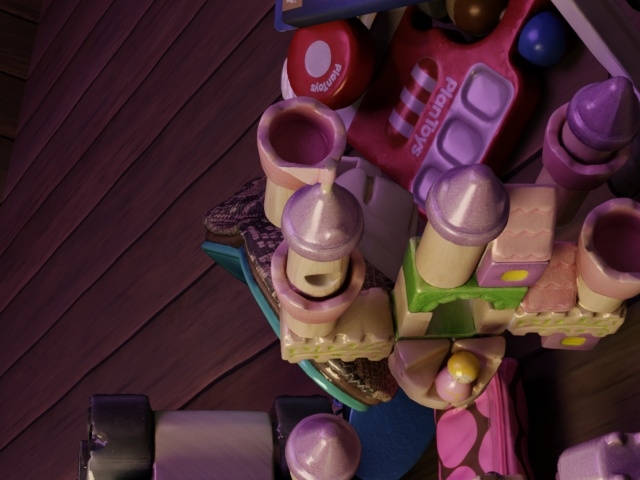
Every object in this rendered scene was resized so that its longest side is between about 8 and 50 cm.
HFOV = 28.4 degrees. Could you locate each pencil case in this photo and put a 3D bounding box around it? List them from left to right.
[{"bbox_3d":[0.138,0.193,1.027,0.098,0.095,0.209,83,-177,-55],"label":"pencil case"}]

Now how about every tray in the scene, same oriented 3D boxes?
[{"bbox_3d":[0.165,-0.210,0.927,0.030,0.270,0.145,-40,20,10],"label":"tray"}]

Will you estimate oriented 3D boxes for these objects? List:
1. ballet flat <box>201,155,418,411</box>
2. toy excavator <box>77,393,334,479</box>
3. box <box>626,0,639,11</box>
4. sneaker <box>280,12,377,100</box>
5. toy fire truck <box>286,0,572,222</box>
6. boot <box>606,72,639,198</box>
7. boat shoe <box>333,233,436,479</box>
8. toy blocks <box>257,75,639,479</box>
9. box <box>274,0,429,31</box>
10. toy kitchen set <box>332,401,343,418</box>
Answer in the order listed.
[{"bbox_3d":[0.000,0.000,1.198,0.182,0.164,0.483,-50,18,0],"label":"ballet flat"},{"bbox_3d":[-0.090,0.342,1.063,0.433,0.222,0.445,116,153,-62],"label":"toy excavator"},{"bbox_3d":[0.146,-0.489,0.957,0.297,0.480,0.472,-43,33,10],"label":"box"},{"bbox_3d":[0.032,-0.247,1.541,0.121,0.099,0.262,-9,66,57],"label":"sneaker"},{"bbox_3d":[0.129,-0.192,1.265,0.254,0.169,0.302,43,114,36],"label":"toy fire truck"},{"bbox_3d":[0.274,-0.060,0.964,0.161,0.083,0.246,137,146,-63],"label":"boot"},{"bbox_3d":[0.077,0.122,1.215,0.089,0.109,0.258,-41,22,59],"label":"boat shoe"},{"bbox_3d":[0.105,0.027,0.865,0.260,0.288,0.309,104,164,-64],"label":"toy blocks"},{"bbox_3d":[0.028,-0.285,1.229,0.225,0.036,0.136,-4,82,43],"label":"box"},{"bbox_3d":[0.018,0.220,1.330,0.068,0.075,0.083,52,167,19],"label":"toy kitchen set"}]
